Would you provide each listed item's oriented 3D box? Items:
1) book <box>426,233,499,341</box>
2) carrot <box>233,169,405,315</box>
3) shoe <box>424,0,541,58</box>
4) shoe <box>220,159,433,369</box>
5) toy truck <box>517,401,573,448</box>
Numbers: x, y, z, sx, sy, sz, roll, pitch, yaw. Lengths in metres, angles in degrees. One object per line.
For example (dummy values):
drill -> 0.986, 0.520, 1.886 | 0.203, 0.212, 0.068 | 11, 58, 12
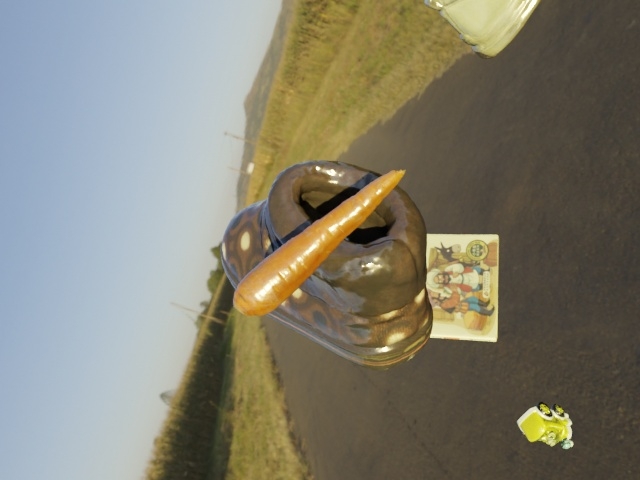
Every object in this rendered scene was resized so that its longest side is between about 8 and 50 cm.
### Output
book -> 0.194, 0.082, 1.022 | 0.027, 0.264, 0.201 | 55, -140, -61
carrot -> 0.000, 0.000, 0.543 | 0.216, 0.048, 0.048 | -41, 11, 4
shoe -> 0.211, -0.321, 0.535 | 0.274, 0.098, 0.103 | -58, 15, 26
shoe -> -0.017, -0.001, 0.755 | 0.171, 0.384, 0.237 | -32, -48, -29
toy truck -> 0.461, 0.380, 1.100 | 0.076, 0.111, 0.077 | -61, 27, 28
